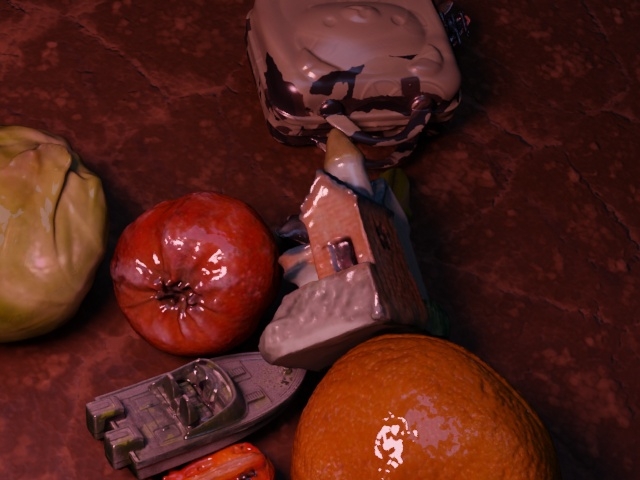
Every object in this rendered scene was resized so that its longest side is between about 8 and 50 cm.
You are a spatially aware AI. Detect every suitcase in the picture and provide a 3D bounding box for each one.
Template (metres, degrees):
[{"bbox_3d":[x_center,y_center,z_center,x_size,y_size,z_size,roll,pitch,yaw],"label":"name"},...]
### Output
[{"bbox_3d":[0.065,-0.280,1.992,0.351,0.194,0.339,-5,57,-16],"label":"suitcase"}]

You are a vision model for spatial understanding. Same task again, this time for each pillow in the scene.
[{"bbox_3d":[0.001,-0.002,1.852,0.135,0.055,0.091,26,50,5],"label":"pillow"}]

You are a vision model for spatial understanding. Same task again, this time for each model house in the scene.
[{"bbox_3d":[0.023,0.004,1.661,0.194,0.267,0.325,-21,71,23],"label":"model house"}]

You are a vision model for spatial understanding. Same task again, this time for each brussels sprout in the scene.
[{"bbox_3d":[-0.454,-0.007,1.640,0.328,0.247,0.328,13,60,-23],"label":"brussels sprout"}]

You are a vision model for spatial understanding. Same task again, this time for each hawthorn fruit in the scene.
[{"bbox_3d":[-0.165,0.031,1.706,0.242,0.242,0.272,24,26,6],"label":"hawthorn fruit"}]

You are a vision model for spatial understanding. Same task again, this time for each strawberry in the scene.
[{"bbox_3d":[-0.147,0.332,1.559,0.188,0.082,0.121,-18,19,-11],"label":"strawberry"}]

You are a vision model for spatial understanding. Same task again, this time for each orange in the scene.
[{"bbox_3d":[0.138,0.291,1.498,0.357,0.322,0.322,37,54,5],"label":"orange"}]

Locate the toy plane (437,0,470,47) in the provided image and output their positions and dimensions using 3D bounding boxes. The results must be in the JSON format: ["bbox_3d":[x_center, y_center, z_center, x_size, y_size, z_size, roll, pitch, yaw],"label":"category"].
[{"bbox_3d":[0.219,-0.352,2.163,0.130,0.061,0.189,-15,58,5],"label":"toy plane"}]

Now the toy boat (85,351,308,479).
[{"bbox_3d":[-0.154,0.218,1.621,0.319,0.092,0.141,-17,40,-27],"label":"toy boat"}]

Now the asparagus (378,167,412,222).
[{"bbox_3d":[0.103,0.001,1.874,0.067,0.060,0.278,16,50,-2],"label":"asparagus"}]
